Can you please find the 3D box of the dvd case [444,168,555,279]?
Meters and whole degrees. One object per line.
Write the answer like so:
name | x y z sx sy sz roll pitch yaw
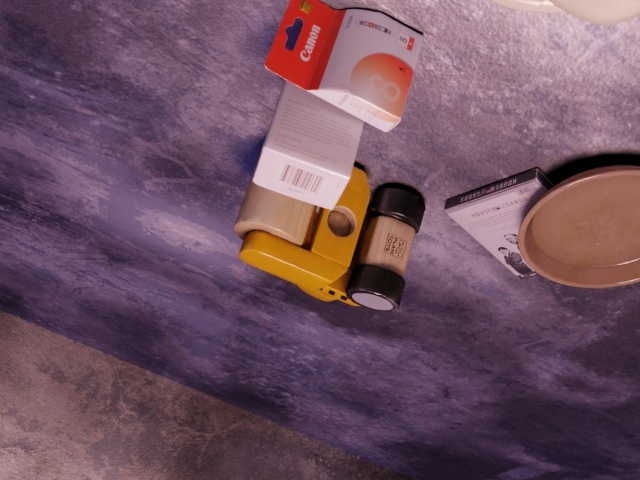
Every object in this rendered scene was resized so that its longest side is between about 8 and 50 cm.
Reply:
dvd case | 0.353 -0.020 1.229 0.179 0.029 0.238 -20 133 43

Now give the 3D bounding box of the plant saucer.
plant saucer | 0.452 -0.021 1.137 0.278 0.041 0.278 3 139 3

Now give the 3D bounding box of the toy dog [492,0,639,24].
toy dog | 0.206 -0.374 0.546 0.408 0.284 0.395 32 163 -30

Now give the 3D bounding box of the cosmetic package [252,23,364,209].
cosmetic package | -0.002 -0.168 0.955 0.117 0.231 0.085 20 147 -7

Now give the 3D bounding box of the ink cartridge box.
ink cartridge box | 0.035 -0.239 0.913 0.179 0.145 0.045 26 152 -17

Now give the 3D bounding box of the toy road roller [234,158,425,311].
toy road roller | 0.000 0.000 1.255 0.329 0.202 0.240 25 157 -18
